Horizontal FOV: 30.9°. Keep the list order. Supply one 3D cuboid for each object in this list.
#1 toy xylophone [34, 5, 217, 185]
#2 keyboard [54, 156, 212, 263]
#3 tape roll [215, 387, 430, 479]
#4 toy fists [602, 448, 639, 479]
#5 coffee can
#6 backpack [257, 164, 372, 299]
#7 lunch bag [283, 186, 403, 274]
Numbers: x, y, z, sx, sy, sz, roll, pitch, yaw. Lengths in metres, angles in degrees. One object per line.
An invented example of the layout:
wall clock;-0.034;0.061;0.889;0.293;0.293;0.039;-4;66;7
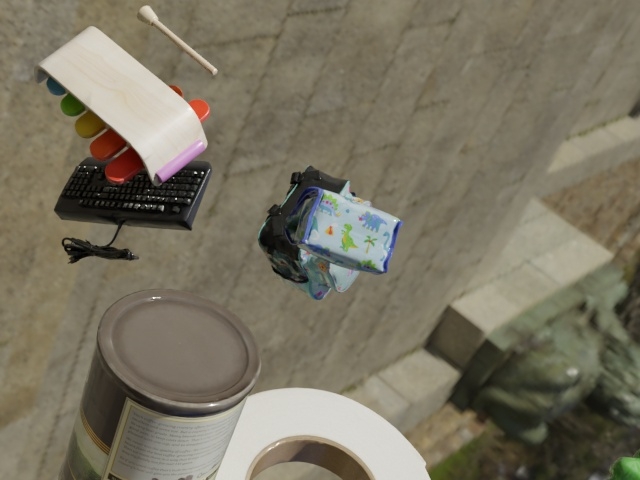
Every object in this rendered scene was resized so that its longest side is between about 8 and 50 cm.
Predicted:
toy xylophone;-0.303;-0.242;1.862;0.236;0.322;0.081;-34;156;-18
keyboard;-0.327;-0.050;1.910;0.033;0.317;0.201;38;64;-47
tape roll;-0.017;0.393;1.704;0.392;0.392;0.072;-32;154;-37
toy fists;0.346;0.348;1.335;0.279;0.142;0.096;-47;175;3
coffee can;-0.209;0.229;1.470;0.201;0.201;0.275;-24;145;-46
backpack;0.000;0.000;1.774;0.166;0.144;0.188;-59;165;-22
lunch bag;0.026;-0.010;1.569;0.151;0.129;0.096;159;-49;-75
